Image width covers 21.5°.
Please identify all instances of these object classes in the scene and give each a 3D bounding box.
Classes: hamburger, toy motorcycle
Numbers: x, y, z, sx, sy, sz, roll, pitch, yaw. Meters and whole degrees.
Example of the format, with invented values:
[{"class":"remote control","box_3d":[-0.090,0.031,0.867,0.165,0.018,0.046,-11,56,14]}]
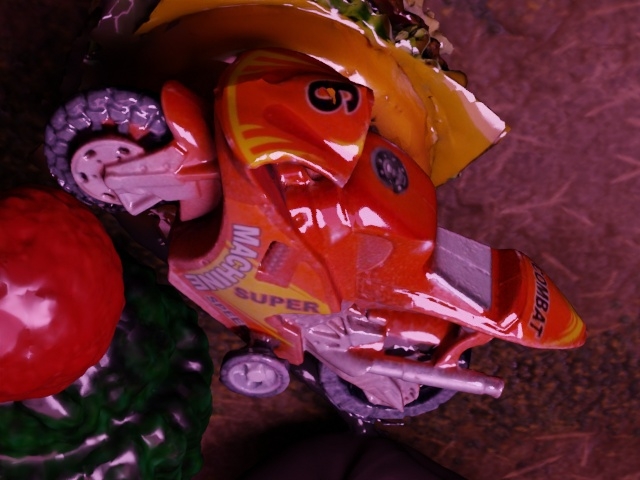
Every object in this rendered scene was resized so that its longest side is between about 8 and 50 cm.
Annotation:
[{"class":"hamburger","box_3d":[-0.034,-0.077,0.974,0.243,0.139,0.261,30,127,-25]},{"class":"toy motorcycle","box_3d":[-0.001,0.000,0.889,0.171,0.089,0.298,-33,125,27]}]

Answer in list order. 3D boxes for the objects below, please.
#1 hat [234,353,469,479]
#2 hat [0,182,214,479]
[{"class":"hat","box_3d":[-0.029,0.220,1.208,0.336,0.238,0.209,-8,133,30]},{"class":"hat","box_3d":[-0.196,0.056,1.017,0.274,0.242,0.332,-7,154,-14]}]
